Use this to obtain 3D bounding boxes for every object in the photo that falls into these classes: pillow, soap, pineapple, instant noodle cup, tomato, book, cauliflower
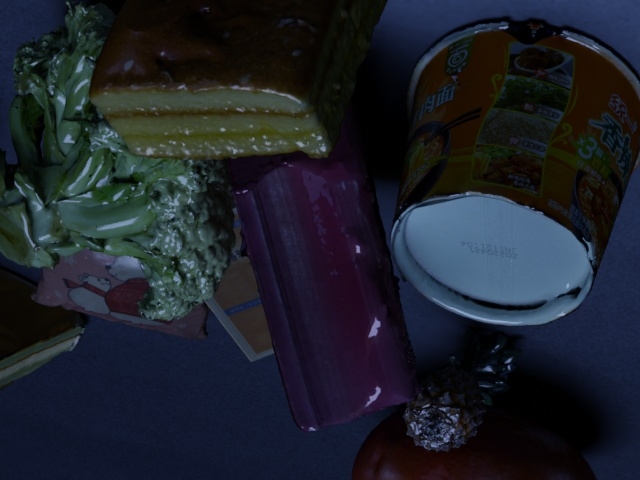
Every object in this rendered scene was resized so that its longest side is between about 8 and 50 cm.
[{"bbox_3d":[-0.228,0.033,1.368,0.236,0.084,0.223,17,139,-2],"label":"pillow"},{"bbox_3d":[0.000,0.000,1.041,0.127,0.325,0.220,-13,178,3],"label":"soap"},{"bbox_3d":[0.155,0.168,1.265,0.083,0.221,0.103,36,114,12],"label":"pineapple"},{"bbox_3d":[0.164,-0.048,1.001,0.230,0.182,0.230,14,144,10],"label":"instant noodle cup"},{"bbox_3d":[0.183,0.282,1.406,0.289,0.176,0.335,-6,178,-28],"label":"tomato"},{"bbox_3d":[-0.058,0.039,1.304,0.170,0.018,0.242,-22,132,13],"label":"book"},{"bbox_3d":[-0.207,-0.069,1.083,0.275,0.250,0.272,53,163,38],"label":"cauliflower"}]

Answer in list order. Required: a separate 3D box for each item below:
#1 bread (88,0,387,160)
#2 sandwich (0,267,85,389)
[{"bbox_3d":[-0.055,-0.177,0.897,0.184,0.234,0.111,4,142,21],"label":"bread"},{"bbox_3d":[-0.479,0.101,1.571,0.198,0.227,0.155,57,145,11],"label":"sandwich"}]
